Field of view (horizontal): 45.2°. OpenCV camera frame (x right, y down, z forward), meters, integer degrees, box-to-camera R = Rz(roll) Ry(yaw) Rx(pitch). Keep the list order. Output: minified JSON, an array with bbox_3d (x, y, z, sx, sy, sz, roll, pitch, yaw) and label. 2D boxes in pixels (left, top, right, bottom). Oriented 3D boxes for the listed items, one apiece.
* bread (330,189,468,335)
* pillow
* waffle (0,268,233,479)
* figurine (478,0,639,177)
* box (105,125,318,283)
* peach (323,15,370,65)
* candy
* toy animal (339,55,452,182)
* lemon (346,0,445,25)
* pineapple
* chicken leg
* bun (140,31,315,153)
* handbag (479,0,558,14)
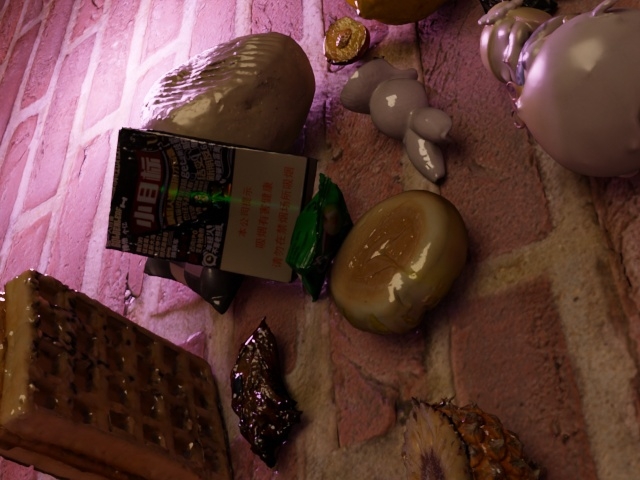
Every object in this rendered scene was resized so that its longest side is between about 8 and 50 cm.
[{"bbox_3d":[0.108,0.032,1.049,0.213,0.105,0.213,-26,47,32],"label":"bread"},{"bbox_3d":[-0.200,0.012,1.349,0.250,0.106,0.186,22,83,44],"label":"pillow"},{"bbox_3d":[-0.294,0.224,1.071,0.114,0.376,0.261,-36,44,17],"label":"waffle"},{"bbox_3d":[0.343,-0.235,1.011,0.275,0.226,0.394,-19,29,-10],"label":"figurine"},{"bbox_3d":[-0.170,-0.059,1.209,0.310,0.084,0.198,10,98,9],"label":"box"},{"bbox_3d":[0.055,-0.363,1.429,0.098,0.061,0.098,-6,80,35],"label":"peach"},{"bbox_3d":[-0.003,-0.003,1.127,0.078,0.203,0.141,29,76,15],"label":"candy"},{"bbox_3d":[0.146,-0.189,1.198,0.221,0.131,0.103,46,125,26],"label":"toy animal"},{"bbox_3d":[0.135,-0.504,1.318,0.267,0.267,0.267,-24,47,29],"label":"lemon"},{"bbox_3d":[0.179,0.247,0.813,0.176,0.137,0.161,-133,45,-62],"label":"pineapple"},{"bbox_3d":[-0.085,0.221,1.119,0.105,0.063,0.234,-35,41,11],"label":"chicken leg"},{"bbox_3d":[-0.155,-0.238,1.408,0.326,0.234,0.362,-24,31,20],"label":"bun"},{"bbox_3d":[0.276,-0.384,1.178,0.072,0.139,0.115,-52,40,11],"label":"handbag"}]
